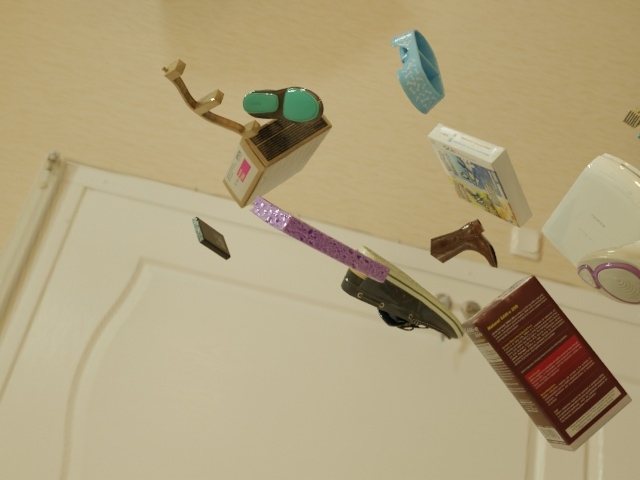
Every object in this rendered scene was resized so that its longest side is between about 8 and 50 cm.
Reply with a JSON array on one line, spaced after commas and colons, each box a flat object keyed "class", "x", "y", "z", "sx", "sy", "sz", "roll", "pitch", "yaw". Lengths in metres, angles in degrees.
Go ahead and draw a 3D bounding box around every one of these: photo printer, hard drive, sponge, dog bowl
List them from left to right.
[{"class": "hard drive", "x": -0.322, "y": -0.006, "z": 1.864, "sx": 0.135, "sy": 0.022, "sz": 0.094, "roll": 42, "pitch": -162, "yaw": -53}, {"class": "sponge", "x": 0.000, "y": 0.000, "z": 0.974, "sx": 0.031, "sy": 0.210, "sz": 0.117, "roll": -61, "pitch": 34, "yaw": 1}, {"class": "dog bowl", "x": 0.296, "y": -0.513, "z": 1.884, "sx": 0.074, "sy": 0.166, "sz": 0.297, "roll": -27, "pitch": 47, "yaw": 30}, {"class": "photo printer", "x": 0.751, "y": -0.055, "z": 1.647, "sx": 0.256, "sy": 0.107, "sz": 0.307, "roll": 53, "pitch": 146, "yaw": 27}]

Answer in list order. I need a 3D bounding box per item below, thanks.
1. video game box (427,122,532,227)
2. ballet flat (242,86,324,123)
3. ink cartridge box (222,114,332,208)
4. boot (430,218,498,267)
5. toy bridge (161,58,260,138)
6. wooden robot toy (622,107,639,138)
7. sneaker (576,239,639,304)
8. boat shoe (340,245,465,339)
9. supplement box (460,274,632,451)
[{"class": "video game box", "x": 0.329, "y": -0.135, "z": 1.304, "sx": 0.048, "sy": 0.205, "sz": 0.187, "roll": -43, "pitch": 41, "yaw": -6}, {"class": "ballet flat", "x": -0.060, "y": -0.264, "z": 1.230, "sx": 0.074, "sy": 0.203, "sz": 0.074, "roll": -20, "pitch": -64, "yaw": -49}, {"class": "ink cartridge box", "x": -0.101, "y": -0.190, "z": 1.401, "sx": 0.193, "sy": 0.088, "sz": 0.235, "roll": -35, "pitch": -4, "yaw": -27}, {"class": "boot", "x": 0.279, "y": 0.026, "z": 1.239, "sx": 0.037, "sy": 0.114, "sz": 0.106, "roll": 8, "pitch": -122, "yaw": -64}, {"class": "toy bridge", "x": -0.189, "y": -0.231, "z": 1.056, "sx": 0.063, "sy": 0.188, "sz": 0.026, "roll": -14, "pitch": 52, "yaw": 42}, {"class": "wooden robot toy", "x": 0.642, "y": -0.183, "z": 1.194, "sx": 0.079, "sy": 0.173, "sz": 0.076, "roll": -23, "pitch": -17, "yaw": -37}, {"class": "sneaker", "x": 0.660, "y": 0.044, "z": 1.217, "sx": 0.152, "sy": 0.305, "sz": 0.114, "roll": -45, "pitch": -61, "yaw": -41}, {"class": "boat shoe", "x": 0.256, "y": 0.195, "z": 1.946, "sx": 0.156, "sy": 0.500, "sz": 0.187, "roll": -53, "pitch": 32, "yaw": 5}, {"class": "supplement box", "x": 0.349, "y": 0.190, "z": 0.985, "sx": 0.130, "sy": 0.239, "sz": 0.073, "roll": -34, "pitch": -7, "yaw": -13}]
